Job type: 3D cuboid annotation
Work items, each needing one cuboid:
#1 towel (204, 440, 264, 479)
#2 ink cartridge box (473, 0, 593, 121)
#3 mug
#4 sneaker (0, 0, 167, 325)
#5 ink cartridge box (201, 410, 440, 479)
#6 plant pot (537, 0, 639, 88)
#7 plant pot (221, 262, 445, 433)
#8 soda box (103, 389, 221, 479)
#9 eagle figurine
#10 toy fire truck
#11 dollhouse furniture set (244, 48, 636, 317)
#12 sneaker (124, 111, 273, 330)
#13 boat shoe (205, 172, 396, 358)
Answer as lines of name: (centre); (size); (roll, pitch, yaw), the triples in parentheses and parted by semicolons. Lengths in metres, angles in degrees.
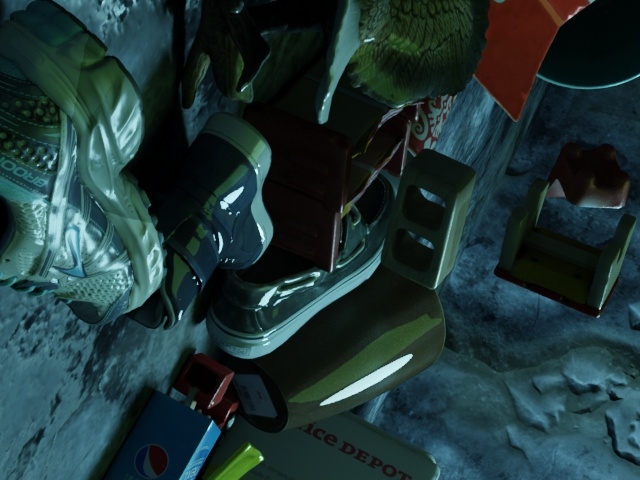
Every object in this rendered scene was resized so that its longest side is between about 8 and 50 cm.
towel: (-0.160, 0.321, 1.488); (0.237, 0.021, 0.102); (-43, 168, -6)
ink cartridge box: (0.218, -0.357, 1.263); (0.308, 0.091, 0.385); (41, 68, -36)
mug: (0.112, -0.161, 1.579); (0.150, 0.113, 0.169); (-40, -163, 55)
sneaker: (-0.175, -0.020, 0.767); (0.122, 0.110, 0.283); (-39, 157, -21)
ink cartridge box: (-0.050, 0.412, 1.704); (0.385, 0.279, 0.160); (-56, 166, -33)
plant pot: (0.400, -0.403, 1.949); (0.235, 0.293, 0.293); (-72, -177, -64)
plant pot: (-0.004, 0.126, 1.562); (0.230, 0.215, 0.215); (-35, 153, -37)
soda box: (-0.185, 0.265, 1.322); (0.210, 0.071, 0.067); (-61, 168, -14)
eagle figurine: (0.047, -0.212, 0.965); (0.226, 0.298, 0.225); (179, -102, -68)
toy fire truck: (-0.145, 0.216, 1.450); (0.192, 0.047, 0.135); (-63, 167, 7)
dollhouse furniture set: (0.119, -0.047, 1.248); (0.201, 0.374, 0.152); (-48, 156, -47)
sneaker: (-0.111, 0.010, 1.073); (0.163, 0.086, 0.226); (-57, 168, -22)
boat shoe: (0.000, 0.000, 1.432); (0.335, 0.121, 0.119); (-49, 165, -45)
